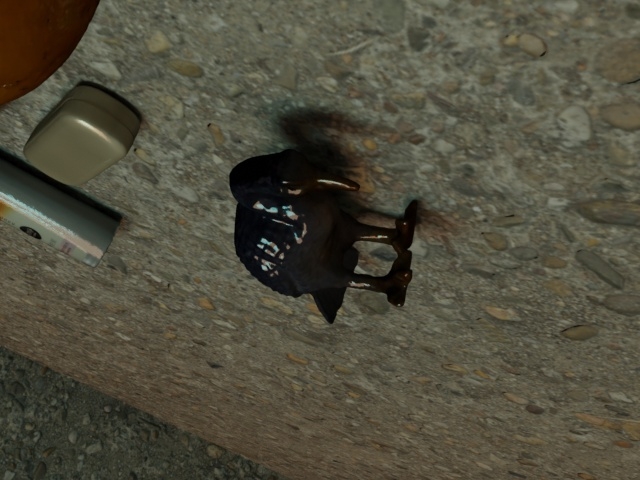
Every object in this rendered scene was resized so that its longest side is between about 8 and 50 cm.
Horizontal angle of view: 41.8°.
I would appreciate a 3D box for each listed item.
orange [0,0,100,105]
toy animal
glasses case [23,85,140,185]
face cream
[{"bbox_3d":[-0.248,-0.193,0.510,0.239,0.240,0.240,19,156,8],"label":"orange"},{"bbox_3d":[0.000,0.000,0.841,0.185,0.122,0.298,11,164,0],"label":"toy animal"},{"bbox_3d":[-0.265,-0.111,0.920,0.083,0.050,0.196,32,155,-26],"label":"glasses case"},{"bbox_3d":[-0.410,-0.057,1.138,0.269,0.073,0.107,31,147,-16],"label":"face cream"}]
